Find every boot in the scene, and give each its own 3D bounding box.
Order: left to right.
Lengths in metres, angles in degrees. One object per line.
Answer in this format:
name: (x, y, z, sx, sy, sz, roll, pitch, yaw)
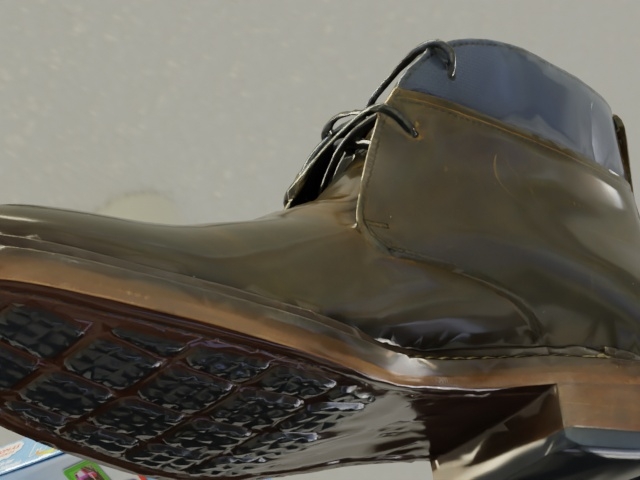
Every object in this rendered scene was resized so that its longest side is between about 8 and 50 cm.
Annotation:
boot: (0.000, 0.000, 0.468, 0.219, 0.082, 0.106, 16, -123, -35)

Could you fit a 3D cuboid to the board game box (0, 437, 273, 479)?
board game box: (-0.114, 0.176, 1.177, 0.160, 0.211, 0.039, 53, -144, -21)
